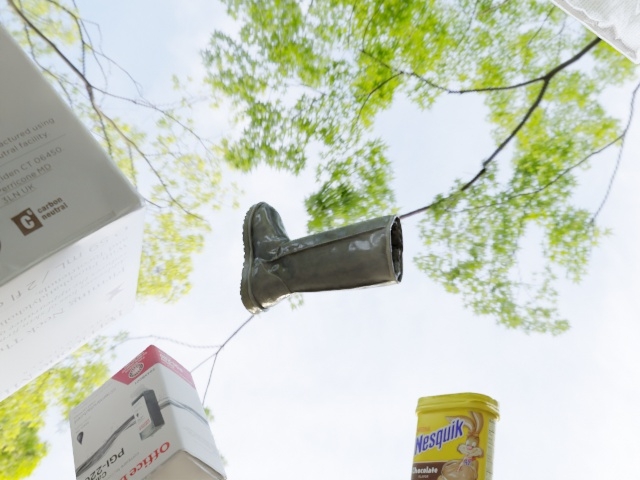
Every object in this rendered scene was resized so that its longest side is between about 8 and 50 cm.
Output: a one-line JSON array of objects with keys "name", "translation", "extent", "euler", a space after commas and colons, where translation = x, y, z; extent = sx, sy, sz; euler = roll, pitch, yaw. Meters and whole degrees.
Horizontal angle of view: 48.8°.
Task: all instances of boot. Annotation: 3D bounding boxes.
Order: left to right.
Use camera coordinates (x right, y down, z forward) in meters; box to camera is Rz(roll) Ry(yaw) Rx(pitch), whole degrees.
[{"name": "boot", "translation": [0.001, 0.000, 0.902], "extent": [0.208, 0.076, 0.189], "euler": [-22, -129, 25]}]

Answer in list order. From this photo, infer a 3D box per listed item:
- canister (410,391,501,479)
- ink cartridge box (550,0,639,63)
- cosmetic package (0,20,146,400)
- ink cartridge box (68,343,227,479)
[{"name": "canister", "translation": [0.184, 0.306, 0.981], "extent": [0.073, 0.126, 0.170], "euler": [34, -126, -34]}, {"name": "ink cartridge box", "translation": [0.159, -0.325, 0.654], "extent": [0.071, 0.330, 0.324], "euler": [-47, -122, 27]}, {"name": "cosmetic package", "translation": [-0.462, -0.004, 0.923], "extent": [0.329, 0.393, 0.327], "euler": [-37, -99, -27]}, {"name": "ink cartridge box", "translation": [-0.227, 0.262, 0.901], "extent": [0.158, 0.218, 0.092], "euler": [-40, -53, 1]}]
